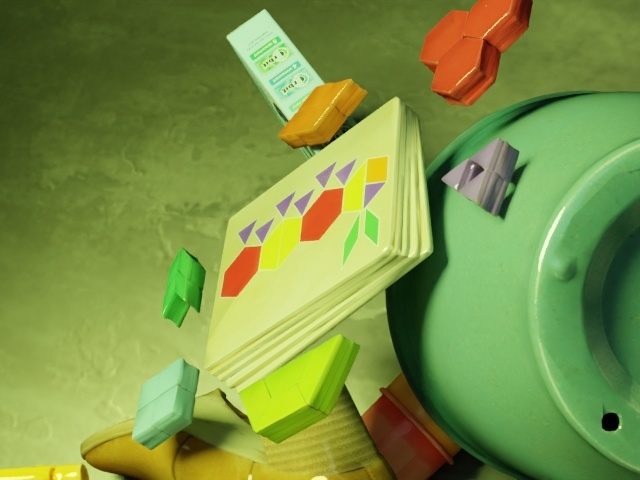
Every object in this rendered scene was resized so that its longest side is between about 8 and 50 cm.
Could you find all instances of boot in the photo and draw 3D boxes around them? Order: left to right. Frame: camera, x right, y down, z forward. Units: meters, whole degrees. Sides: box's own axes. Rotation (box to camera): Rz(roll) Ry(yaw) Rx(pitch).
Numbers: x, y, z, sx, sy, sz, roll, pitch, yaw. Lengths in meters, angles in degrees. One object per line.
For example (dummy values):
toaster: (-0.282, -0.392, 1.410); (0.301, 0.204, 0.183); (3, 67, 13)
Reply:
boot: (-0.053, 0.208, 0.933); (0.295, 0.104, 0.211); (-23, 84, 47)

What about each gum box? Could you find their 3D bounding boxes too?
gum box: (0.011, -0.070, 1.040); (0.041, 0.157, 0.184); (-36, 56, -1)

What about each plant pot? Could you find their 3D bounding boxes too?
plant pot: (0.185, 0.032, 0.789); (0.271, 0.255, 0.272); (0, 89, -3)

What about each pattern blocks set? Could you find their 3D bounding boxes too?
pattern blocks set: (0.000, 0.000, 0.844); (0.325, 0.026, 0.285); (-28, 38, 41)

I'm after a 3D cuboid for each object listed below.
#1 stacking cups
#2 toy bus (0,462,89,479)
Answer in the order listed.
stacking cups: (0.136, 0.068, 0.965); (0.316, 0.096, 0.096); (-43, 56, -1)
toy bus: (-0.203, 0.253, 0.887); (0.149, 0.211, 0.220); (-4, 60, -1)
